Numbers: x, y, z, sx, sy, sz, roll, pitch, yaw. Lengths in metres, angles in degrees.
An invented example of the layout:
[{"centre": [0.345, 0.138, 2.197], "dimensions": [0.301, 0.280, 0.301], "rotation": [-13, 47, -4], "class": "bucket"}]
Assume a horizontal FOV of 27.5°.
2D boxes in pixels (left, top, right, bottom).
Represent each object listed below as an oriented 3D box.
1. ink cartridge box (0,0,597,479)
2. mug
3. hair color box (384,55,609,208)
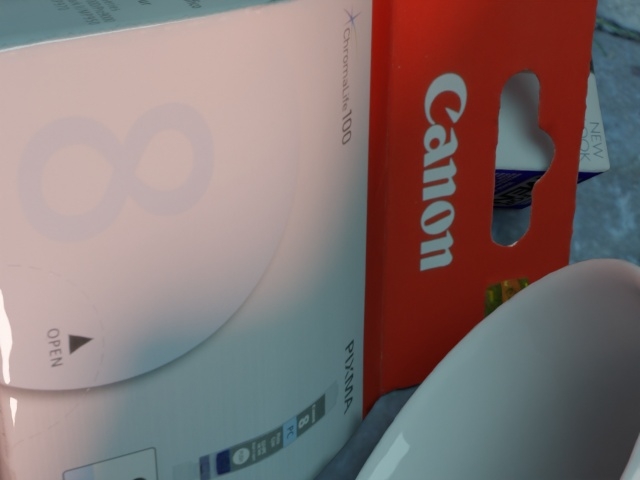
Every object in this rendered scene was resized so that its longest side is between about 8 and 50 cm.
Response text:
[{"centre": [0.000, 0.000, 0.710], "dimensions": [0.384, 0.308, 0.091], "rotation": [-12, 32, -20], "class": "ink cartridge box"}, {"centre": [0.217, 0.179, 0.711], "dimensions": [0.328, 0.276, 0.374], "rotation": [37, 54, -13], "class": "mug"}, {"centre": [0.008, -0.121, 0.821], "dimensions": [0.338, 0.110, 0.185], "rotation": [0, 77, -29], "class": "hair color box"}]
